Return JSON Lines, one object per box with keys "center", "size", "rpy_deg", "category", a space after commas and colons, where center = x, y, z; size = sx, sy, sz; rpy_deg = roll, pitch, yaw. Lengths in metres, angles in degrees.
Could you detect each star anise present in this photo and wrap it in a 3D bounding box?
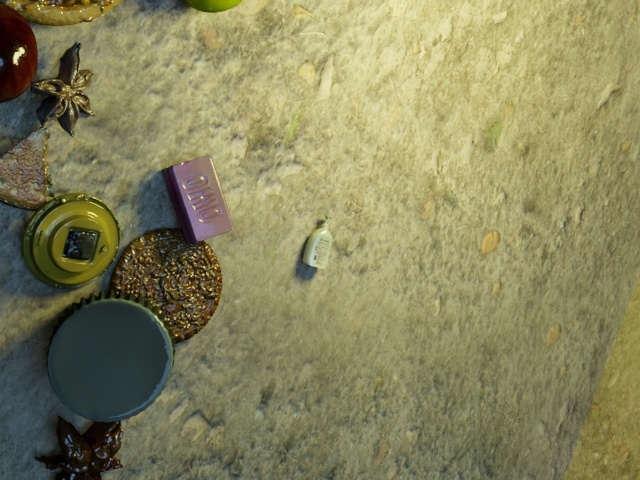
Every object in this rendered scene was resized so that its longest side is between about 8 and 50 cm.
{"center": [-0.525, 0.543, 1.903], "size": [0.237, 0.148, 0.346], "rpy_deg": [-41, 104, -17], "category": "star anise"}
{"center": [-0.569, -0.321, 1.771], "size": [0.208, 0.063, 0.171], "rpy_deg": [-65, 152, -42], "category": "star anise"}

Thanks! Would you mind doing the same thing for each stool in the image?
{"center": [-0.458, 0.252, 1.744], "size": [0.297, 0.330, 0.297], "rpy_deg": [1, 86, -13], "category": "stool"}

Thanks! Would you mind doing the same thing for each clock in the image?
{"center": [-0.561, 0.008, 1.829], "size": [0.237, 0.057, 0.236], "rpy_deg": [-15, 116, -34], "category": "clock"}

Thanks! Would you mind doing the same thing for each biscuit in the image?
{"center": [-0.379, 0.117, 1.998], "size": [0.305, 0.038, 0.305], "rpy_deg": [-5, 100, -32], "category": "biscuit"}

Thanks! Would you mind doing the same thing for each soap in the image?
{"center": [-0.302, -0.101, 1.980], "size": [0.122, 0.065, 0.203], "rpy_deg": [-22, 99, -29], "category": "soap"}

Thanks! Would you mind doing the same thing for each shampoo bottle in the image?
{"center": [0.000, 0.000, 2.225], "size": [0.077, 0.045, 0.151], "rpy_deg": [15, 91, -32], "category": "shampoo bottle"}

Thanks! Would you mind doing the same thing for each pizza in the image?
{"center": [-0.656, -0.168, 1.762], "size": [0.185, 0.052, 0.195], "rpy_deg": [29, 88, -37], "category": "pizza"}
{"center": [-0.536, -0.625, 1.747], "size": [0.409, 0.114, 0.277], "rpy_deg": [-32, 118, -28], "category": "pizza"}

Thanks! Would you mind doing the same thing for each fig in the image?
{"center": [-0.692, -0.371, 1.619], "size": [0.235, 0.235, 0.214], "rpy_deg": [3, 139, -34], "category": "fig"}

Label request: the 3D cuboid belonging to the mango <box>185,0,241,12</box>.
{"center": [-0.226, -0.667, 1.924], "size": [0.293, 0.143, 0.175], "rpy_deg": [-49, 122, -28], "category": "mango"}
